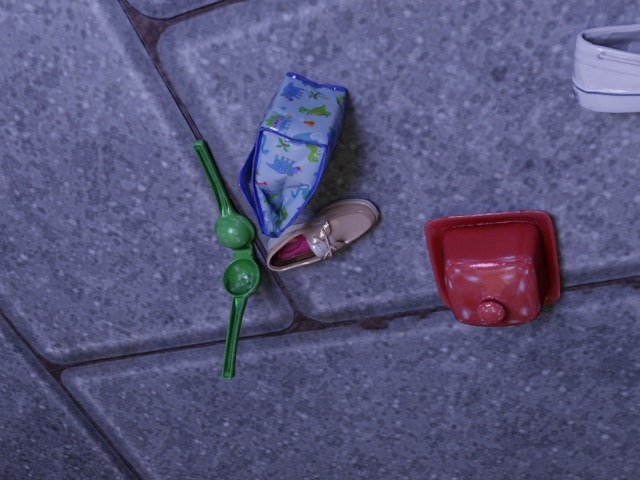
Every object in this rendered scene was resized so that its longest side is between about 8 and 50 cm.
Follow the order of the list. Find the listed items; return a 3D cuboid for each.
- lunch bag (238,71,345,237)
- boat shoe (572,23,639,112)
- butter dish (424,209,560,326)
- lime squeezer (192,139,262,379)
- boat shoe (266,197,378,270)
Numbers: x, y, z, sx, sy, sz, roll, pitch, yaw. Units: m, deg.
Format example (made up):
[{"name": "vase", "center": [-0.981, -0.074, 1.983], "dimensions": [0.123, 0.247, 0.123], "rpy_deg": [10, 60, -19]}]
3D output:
[{"name": "lunch bag", "center": [-0.034, -0.096, 0.953], "dimensions": [0.096, 0.129, 0.151], "rpy_deg": [16, 133, 3]}, {"name": "boat shoe", "center": [0.378, -0.179, 0.797], "dimensions": [0.258, 0.095, 0.084], "rpy_deg": [-4, 133, 16]}, {"name": "butter dish", "center": [0.214, 0.055, 1.022], "dimensions": [0.159, 0.118, 0.160], "rpy_deg": [-5, 128, 17]}, {"name": "lime squeezer", "center": [-0.127, 0.019, 1.101], "dimensions": [0.058, 0.110, 0.311], "rpy_deg": [0, 100, 35]}, {"name": "boat shoe", "center": [0.000, 0.000, 1.071], "dimensions": [0.170, 0.059, 0.063], "rpy_deg": [-25, 120, 31]}]
